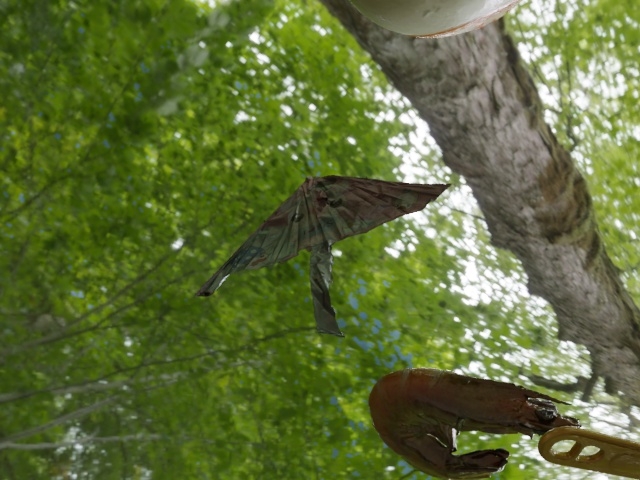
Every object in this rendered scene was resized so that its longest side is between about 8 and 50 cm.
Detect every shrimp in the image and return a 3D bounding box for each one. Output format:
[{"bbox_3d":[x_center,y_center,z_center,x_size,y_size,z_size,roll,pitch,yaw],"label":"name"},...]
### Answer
[{"bbox_3d":[0.164,0.208,0.846,0.249,0.068,0.150,-9,-70,38],"label":"shrimp"}]

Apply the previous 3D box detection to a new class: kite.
[{"bbox_3d":[0.000,0.000,0.370,0.139,0.011,0.156,-23,-151,10],"label":"kite"}]

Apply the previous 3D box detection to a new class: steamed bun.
[{"bbox_3d":[0.132,-0.282,0.755,0.232,0.232,0.145,-14,-72,27],"label":"steamed bun"}]

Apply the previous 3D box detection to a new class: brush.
[{"bbox_3d":[0.292,0.179,0.564,0.013,0.272,0.103,-83,-171,-53],"label":"brush"}]
